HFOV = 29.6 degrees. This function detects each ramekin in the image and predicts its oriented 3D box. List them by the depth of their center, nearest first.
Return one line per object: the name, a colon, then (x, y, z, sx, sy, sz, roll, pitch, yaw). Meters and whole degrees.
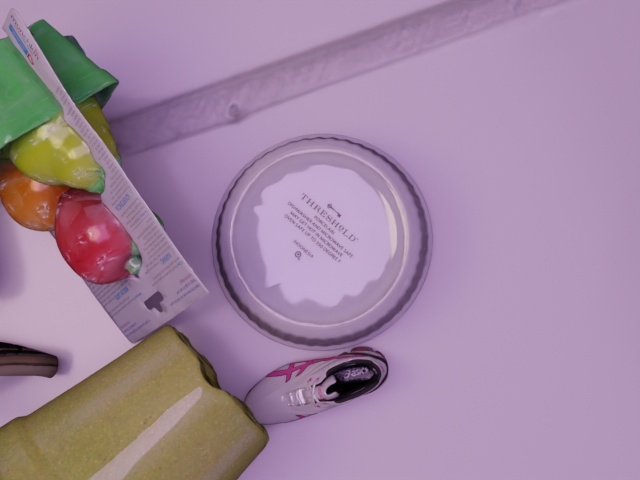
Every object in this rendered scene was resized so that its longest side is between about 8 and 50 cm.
ramekin: (0.000, 0.000, 1.444, 0.273, 0.127, 0.272, 0, 88, 2)

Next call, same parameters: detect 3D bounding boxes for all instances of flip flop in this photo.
flip flop: (-0.439, 0.155, 1.408, 0.277, 0.112, 0.080, 8, 95, -40)

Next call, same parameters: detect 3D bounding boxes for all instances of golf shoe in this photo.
golf shoe: (-0.009, 0.174, 1.457, 0.186, 0.086, 0.067, -21, 88, 4)

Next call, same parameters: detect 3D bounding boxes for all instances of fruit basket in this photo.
fruit basket: (-0.265, -0.059, 1.364, 0.165, 0.327, 0.353, -42, 94, -27)

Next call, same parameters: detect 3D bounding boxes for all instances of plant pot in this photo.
plant pot: (-0.207, 0.241, 1.376, 0.254, 0.276, 0.276, -42, 87, -6)
